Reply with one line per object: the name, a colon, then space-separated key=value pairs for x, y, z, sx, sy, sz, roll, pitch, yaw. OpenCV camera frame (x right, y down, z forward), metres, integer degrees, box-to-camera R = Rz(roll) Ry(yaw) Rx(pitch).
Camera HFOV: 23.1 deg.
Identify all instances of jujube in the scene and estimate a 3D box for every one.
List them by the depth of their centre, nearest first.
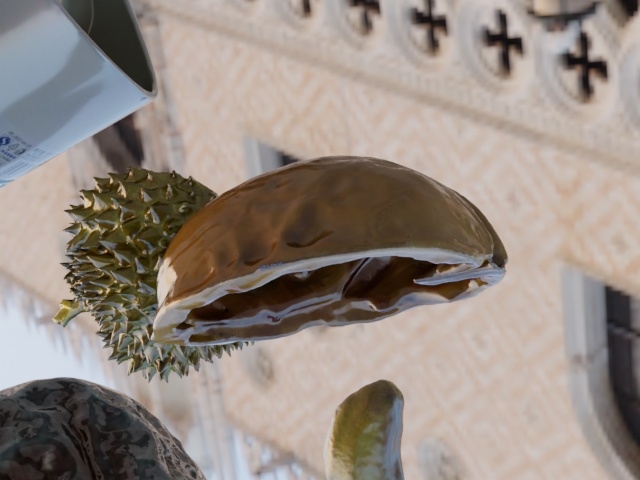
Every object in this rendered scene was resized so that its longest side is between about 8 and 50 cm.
jujube: x=-0.195 y=0.258 z=1.268 sx=0.246 sy=0.215 sz=0.308 roll=-9 pitch=-145 yaw=-13

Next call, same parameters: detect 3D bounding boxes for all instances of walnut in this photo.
walnut: x=-0.002 y=-0.002 z=0.904 sx=0.211 sy=0.087 sz=0.167 roll=-11 pitch=166 yaw=5

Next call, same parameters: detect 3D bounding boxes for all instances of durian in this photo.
durian: x=-0.123 y=0.028 z=1.035 sx=0.208 sy=0.146 sz=0.102 roll=-16 pitch=-160 yaw=42

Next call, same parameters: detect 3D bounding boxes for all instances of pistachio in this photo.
pistachio: x=0.055 y=0.266 z=1.985 sx=0.110 sy=0.189 sz=0.100 roll=-8 pitch=-163 yaw=-31

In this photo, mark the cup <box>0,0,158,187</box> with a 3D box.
cup: x=-0.285 y=-0.164 z=1.179 sx=0.257 sy=0.289 sz=0.219 roll=-29 pitch=-122 yaw=11
